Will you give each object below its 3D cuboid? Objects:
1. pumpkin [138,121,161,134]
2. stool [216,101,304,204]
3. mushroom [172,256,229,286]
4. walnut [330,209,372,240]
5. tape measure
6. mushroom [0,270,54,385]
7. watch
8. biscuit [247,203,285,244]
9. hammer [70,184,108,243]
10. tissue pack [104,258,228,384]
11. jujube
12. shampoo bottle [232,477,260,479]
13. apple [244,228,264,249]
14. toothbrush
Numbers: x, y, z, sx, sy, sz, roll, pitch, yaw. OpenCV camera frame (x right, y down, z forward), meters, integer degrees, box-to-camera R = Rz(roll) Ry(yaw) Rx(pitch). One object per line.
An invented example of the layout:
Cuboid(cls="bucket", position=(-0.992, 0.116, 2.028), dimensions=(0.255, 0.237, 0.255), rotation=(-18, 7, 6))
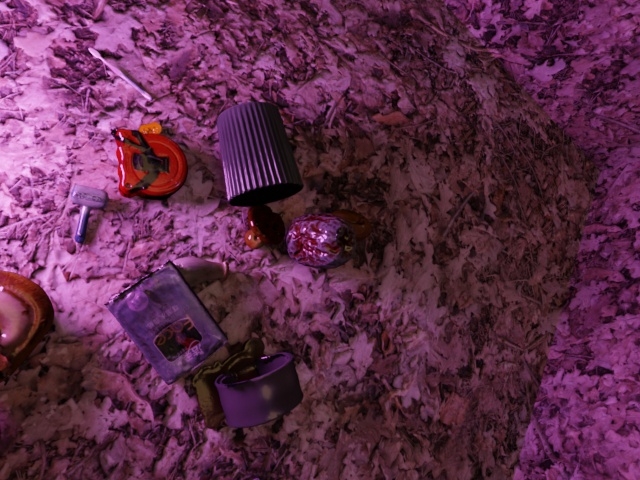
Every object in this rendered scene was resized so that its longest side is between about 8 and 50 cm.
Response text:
Cuboid(cls="pumpkin", position=(-0.635, -0.412, 1.671), dimensions=(0.083, 0.028, 0.050), rotation=(-12, 89, -20))
Cuboid(cls="stool", position=(-0.246, -0.327, 1.725), dimensions=(0.297, 0.297, 0.330), rotation=(-11, 83, -29))
Cuboid(cls="mushroom", position=(-0.450, 0.111, 1.659), dimensions=(0.225, 0.093, 0.116), rotation=(-12, 106, -38))
Cuboid(cls="walnut", position=(0.117, -0.065, 1.960), dimensions=(0.245, 0.137, 0.137), rotation=(10, 77, -17))
Cuboid(cls="tape measure", position=(-0.610, -0.273, 1.614), dimensions=(0.260, 0.114, 0.253), rotation=(-2, 84, -28))
Cuboid(cls="mushroom", position=(-0.944, 0.245, 1.274), dimensions=(0.345, 0.259, 0.346), rotation=(5, 80, -28))
Cuboid(cls="watch", position=(-0.242, 0.525, 1.561), dimensions=(0.335, 0.327, 0.314), rotation=(-15, 89, -28))
Cuboid(cls="biscuit", position=(-0.214, -0.062, 1.788), dimensions=(0.192, 0.049, 0.192), rotation=(32, 38, -30))
Cuboid(cls="hammer", position=(-0.796, -0.085, 1.521), dimensions=(0.116, 0.069, 0.194), rotation=(13, 84, -26))
Cuboid(cls="tissue pack", position=(-0.520, 0.279, 1.546), dimensions=(0.259, 0.122, 0.361), rotation=(-34, 101, -10))
Cuboid(cls="jujube", position=(0.000, 0.000, 1.786), dimensions=(0.226, 0.317, 0.226), rotation=(0, 90, -38))
Cuboid(cls="shampoo bottle", position=(-0.357, 0.912, 1.570), dimensions=(0.309, 0.098, 0.071), rotation=(-9, 82, -29))
Cuboid(cls="apple", position=(-0.260, -0.006, 1.780), dimensions=(0.083, 0.071, 0.084), rotation=(5, 79, -27))
Cuboid(cls="toothbrush", position=(-0.733, -0.610, 1.652), dimensions=(0.269, 0.027, 0.021), rotation=(40, 102, -17))
